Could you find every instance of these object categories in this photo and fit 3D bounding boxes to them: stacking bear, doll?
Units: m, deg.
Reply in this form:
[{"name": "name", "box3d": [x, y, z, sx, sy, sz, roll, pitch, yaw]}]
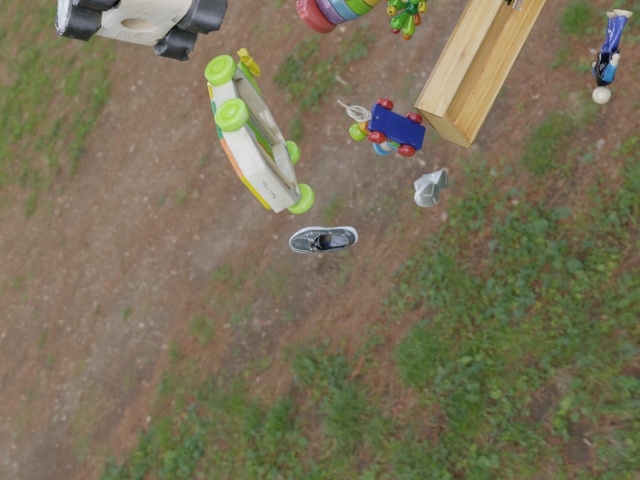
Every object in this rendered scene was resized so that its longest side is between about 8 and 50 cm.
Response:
[{"name": "stacking bear", "box3d": [0.097, -0.633, 1.865, 0.289, 0.164, 0.175, -22, 62, 30]}, {"name": "doll", "box3d": [0.600, -0.379, 1.609, 0.129, 0.046, 0.189, -86, 6, -80]}]

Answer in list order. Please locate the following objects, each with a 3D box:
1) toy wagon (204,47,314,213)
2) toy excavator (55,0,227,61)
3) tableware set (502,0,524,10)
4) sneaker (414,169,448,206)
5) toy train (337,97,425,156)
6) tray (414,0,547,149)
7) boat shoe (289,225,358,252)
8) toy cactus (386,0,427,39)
[{"name": "toy wagon", "box3d": [-0.117, -0.208, 1.378, 0.068, 0.267, 0.344, -27, 50, 11]}, {"name": "toy excavator", "box3d": [-0.319, -0.541, 1.320, 0.433, 0.222, 0.445, -8, 78, 61]}, {"name": "tableware set", "box3d": [0.379, -0.497, 1.479, 0.154, 0.024, 0.104, -81, 10, -66]}, {"name": "sneaker", "box3d": [0.239, -0.114, 1.753, 0.061, 0.053, 0.152, -3, 23, 31]}, {"name": "toy train", "box3d": [0.114, -0.277, 1.852, 0.143, 0.248, 0.105, -9, 64, 62]}, {"name": "tray", "box3d": [0.345, -0.412, 1.597, 0.076, 0.203, 0.411, 27, 90, 30]}, {"name": "boat shoe", "box3d": [0.000, 0.000, 1.436, 0.142, 0.049, 0.040, -8, 16, 28]}, {"name": "toy cactus", "box3d": [0.213, -0.538, 1.696, 0.180, 0.112, 0.219, -45, -8, 2]}]
